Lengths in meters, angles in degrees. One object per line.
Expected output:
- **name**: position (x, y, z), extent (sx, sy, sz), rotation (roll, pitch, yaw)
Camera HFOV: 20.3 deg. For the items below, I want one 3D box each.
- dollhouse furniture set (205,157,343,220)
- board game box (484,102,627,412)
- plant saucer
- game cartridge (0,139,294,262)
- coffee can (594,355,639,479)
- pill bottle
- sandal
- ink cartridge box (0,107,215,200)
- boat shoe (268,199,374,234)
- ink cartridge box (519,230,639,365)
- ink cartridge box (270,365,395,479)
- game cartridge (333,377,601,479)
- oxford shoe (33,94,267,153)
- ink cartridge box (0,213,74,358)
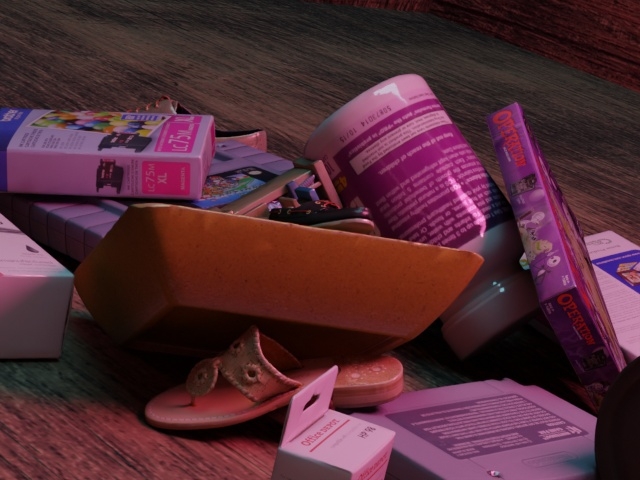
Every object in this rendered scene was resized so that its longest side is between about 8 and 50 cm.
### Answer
- **dollhouse furniture set**: position (-0.014, 0.001, 1.923), extent (0.129, 0.129, 0.183), rotation (-30, 16, -18)
- **board game box**: position (0.262, 0.023, 1.949), extent (0.208, 0.056, 0.347), rotation (53, 17, -34)
- **plant saucer**: position (-0.054, 0.062, 1.723), extent (0.332, 0.081, 0.333), rotation (8, -15, -16)
- **game cartridge**: position (-0.171, -0.049, 2.113), extent (0.355, 0.068, 0.230), rotation (-15, 21, -39)
- **coffee can**: position (0.412, 0.179, 1.672), extent (0.201, 0.202, 0.275), rotation (25, 19, 35)
- **pill bottle**: position (0.124, -0.021, 1.999), extent (0.301, 0.169, 0.169), rotation (56, 29, 11)
- **sandal**: position (-0.045, 0.110, 1.632), extent (0.240, 0.079, 0.088), rotation (-6, 25, -4)
- **ink cartridge box**: position (-0.285, -0.104, 2.092), extent (0.311, 0.065, 0.186), rotation (0, 19, 1)
- **boat shoe**: position (-0.003, -0.018, 1.639), extent (0.049, 0.042, 0.133), rotation (20, -20, -39)
- **ink cartridge box**: position (0.371, 0.091, 2.078), extent (0.175, 0.069, 0.371), rotation (-14, 24, -23)
- **ink cartridge box**: position (0.002, 0.194, 1.317), extent (0.060, 0.180, 0.104), rotation (18, 17, 16)
- **game cartridge**: position (0.161, 0.199, 1.678), extent (0.294, 0.060, 0.196), rotation (-3, 19, -45)
- **oxford shoe**: position (-0.236, -0.137, 2.376), extent (0.348, 0.130, 0.123), rotation (14, 15, 1)
- **ink cartridge box**: position (-0.359, 0.034, 1.746), extent (0.158, 0.092, 0.218), rotation (2, 17, -35)
